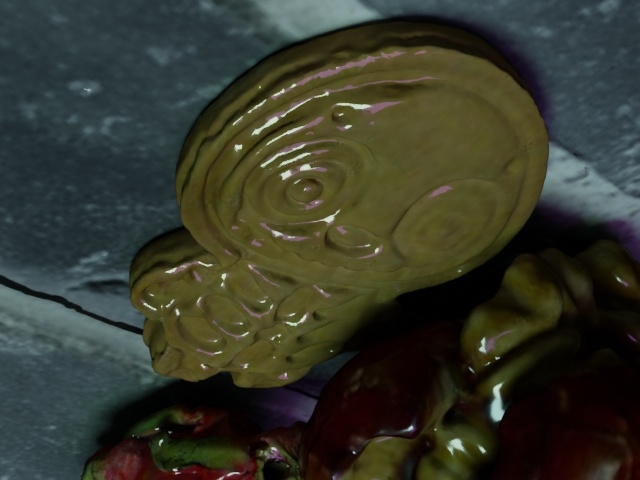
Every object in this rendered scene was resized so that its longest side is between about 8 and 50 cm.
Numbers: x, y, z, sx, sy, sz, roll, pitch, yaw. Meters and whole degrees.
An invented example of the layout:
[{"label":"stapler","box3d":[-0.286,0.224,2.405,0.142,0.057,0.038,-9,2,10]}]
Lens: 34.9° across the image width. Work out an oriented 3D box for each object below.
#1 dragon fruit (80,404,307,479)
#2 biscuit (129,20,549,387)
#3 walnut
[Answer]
[{"label":"dragon fruit","box3d":[-0.075,0.187,0.672,0.172,0.166,0.160,-40,-179,44]},{"label":"biscuit","box3d":[0.000,0.001,0.556,0.202,0.044,0.288,16,132,-34]},{"label":"walnut","box3d":[0.135,0.117,0.616,0.269,0.222,0.244,18,103,-53]}]
